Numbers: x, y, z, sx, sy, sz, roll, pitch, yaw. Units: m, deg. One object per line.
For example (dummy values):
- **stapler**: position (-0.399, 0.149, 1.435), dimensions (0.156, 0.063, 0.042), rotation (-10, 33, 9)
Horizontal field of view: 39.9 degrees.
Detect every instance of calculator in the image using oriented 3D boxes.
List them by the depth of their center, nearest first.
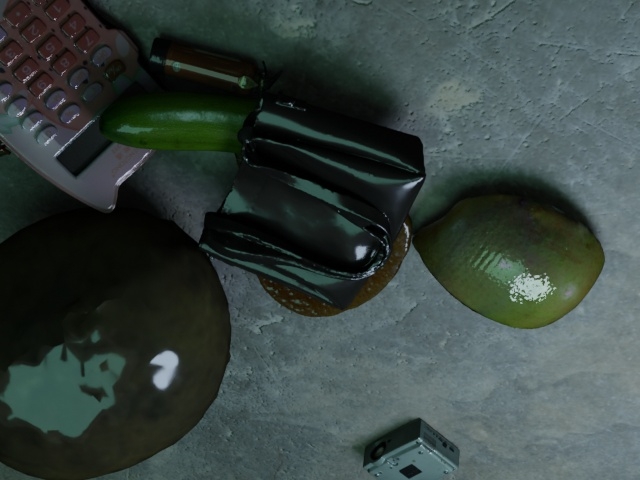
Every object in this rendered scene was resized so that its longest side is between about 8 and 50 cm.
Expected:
- **calculator**: position (-0.341, -0.205, 1.180), dimensions (0.220, 0.048, 0.330), rotation (-44, 124, -6)

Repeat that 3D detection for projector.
- **projector**: position (0.168, 0.409, 1.643), dimensions (0.115, 0.061, 0.147), rotation (41, 124, -19)

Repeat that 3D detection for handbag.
- **handbag**: position (-0.018, -0.048, 1.205), dimensions (0.256, 0.114, 0.285), rotation (19, 127, -13)

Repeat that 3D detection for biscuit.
- **biscuit**: position (0.000, -0.001, 1.348), dimensions (0.257, 0.049, 0.273), rotation (39, 122, -16)

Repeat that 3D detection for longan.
- **longan**: position (-0.345, 0.155, 1.351), dimensions (0.435, 0.404, 0.404), rotation (-29, 122, -1)

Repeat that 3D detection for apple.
- **apple**: position (0.283, 0.032, 1.271), dimensions (0.264, 0.120, 0.193), rotation (25, 135, -12)

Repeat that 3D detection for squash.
- **squash**: position (-0.153, -0.160, 1.205), dimensions (0.292, 0.082, 0.082), rotation (1, 132, -14)

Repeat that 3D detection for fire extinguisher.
- **fire extinguisher**: position (-0.141, -0.232, 1.189), dimensions (0.177, 0.050, 0.062), rotation (13, 138, -1)

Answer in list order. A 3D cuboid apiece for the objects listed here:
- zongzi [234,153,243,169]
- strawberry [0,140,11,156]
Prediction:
- **zongzi**: position (-0.089, -0.137, 1.272), dimensions (0.076, 0.040, 0.083), rotation (-12, 108, 12)
- **strawberry**: position (-0.484, -0.232, 1.235), dimensions (0.190, 0.111, 0.237), rotation (9, 107, 17)
